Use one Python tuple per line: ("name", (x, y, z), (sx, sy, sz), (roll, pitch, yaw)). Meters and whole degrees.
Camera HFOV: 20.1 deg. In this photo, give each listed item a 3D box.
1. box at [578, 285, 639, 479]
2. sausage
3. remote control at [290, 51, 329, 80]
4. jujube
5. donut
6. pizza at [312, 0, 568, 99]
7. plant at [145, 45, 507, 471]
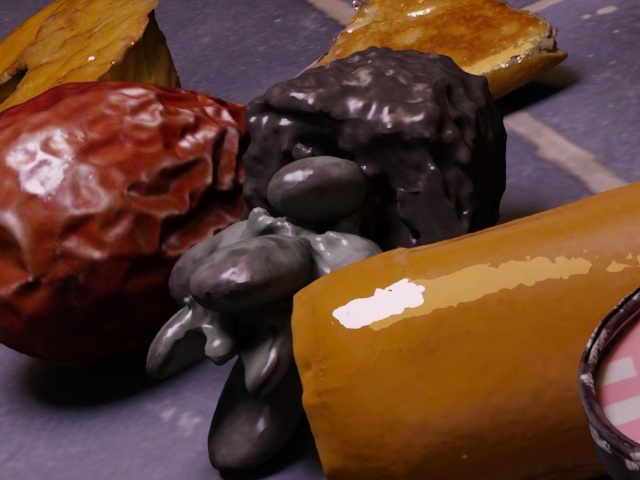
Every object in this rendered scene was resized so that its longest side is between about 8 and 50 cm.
("box", (0.191, 0.091, 0.708), (0.151, 0.135, 0.151), (-17, 28, 10))
("sausage", (0.166, 0.035, 0.844), (0.354, 0.116, 0.134), (-14, 61, 2))
("remote control", (-0.038, -0.085, 1.311), (0.212, 0.028, 0.059), (-37, 29, -32))
("jujube", (-0.115, -0.019, 1.089), (0.168, 0.168, 0.236), (7, 21, 41))
("donut", (-0.213, -0.065, 1.267), (0.278, 0.108, 0.277), (-24, 25, 12))
("pizza", (0.079, -0.139, 1.298), (0.201, 0.053, 0.193), (-10, 39, 16))
("plant", (0.000, -0.002, 0.995), (0.149, 0.146, 0.274), (1, 33, 30))
